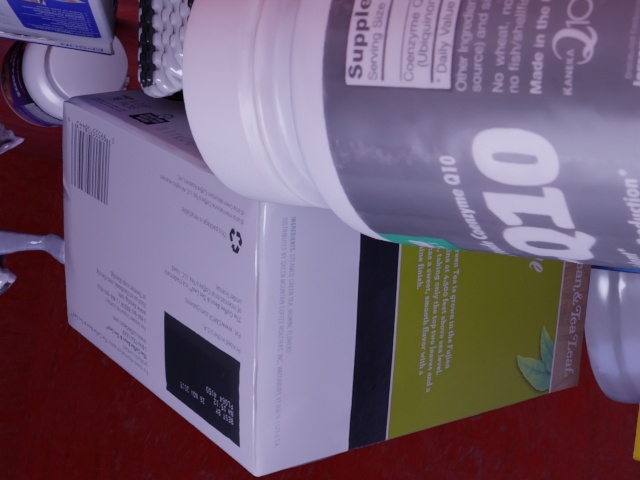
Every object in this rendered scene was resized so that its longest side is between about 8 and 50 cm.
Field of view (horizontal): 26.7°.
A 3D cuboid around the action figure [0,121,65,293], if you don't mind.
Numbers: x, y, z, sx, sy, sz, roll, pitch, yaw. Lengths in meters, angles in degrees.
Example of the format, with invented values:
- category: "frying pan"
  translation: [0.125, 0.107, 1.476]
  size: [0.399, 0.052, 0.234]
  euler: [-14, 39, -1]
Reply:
- category: "action figure"
  translation: [-0.400, -0.062, 1.347]
  size: [0.275, 0.370, 0.248]
  euler: [-14, -156, -27]

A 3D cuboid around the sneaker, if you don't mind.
- category: "sneaker"
  translation: [-0.068, -0.166, 1.026]
  size: [0.118, 0.110, 0.292]
  euler: [-1, -177, -22]

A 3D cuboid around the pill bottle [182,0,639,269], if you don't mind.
- category: "pill bottle"
  translation: [0.113, -0.092, 0.756]
  size: [0.361, 0.204, 0.204]
  euler: [7, 178, 36]

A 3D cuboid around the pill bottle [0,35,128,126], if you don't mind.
- category: "pill bottle"
  translation: [-0.265, -0.176, 1.410]
  size: [0.108, 0.108, 0.193]
  euler: [8, 178, -24]

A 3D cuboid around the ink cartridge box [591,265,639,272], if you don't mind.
- category: "ink cartridge box"
  translation: [0.273, -0.067, 1.190]
  size: [0.082, 0.191, 0.139]
  euler: [7, 180, -39]

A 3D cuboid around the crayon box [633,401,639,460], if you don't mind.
- category: "crayon box"
  translation: [0.466, 0.046, 1.210]
  size: [0.313, 0.363, 0.106]
  euler: [6, 178, 32]

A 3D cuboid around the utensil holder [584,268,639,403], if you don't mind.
- category: "utensil holder"
  translation: [0.523, 0.036, 1.472]
  size: [0.385, 0.327, 0.327]
  euler: [4, 177, 29]

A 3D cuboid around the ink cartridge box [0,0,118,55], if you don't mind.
- category: "ink cartridge box"
  translation: [-0.239, -0.205, 1.014]
  size: [0.165, 0.065, 0.332]
  euler: [8, 177, -7]

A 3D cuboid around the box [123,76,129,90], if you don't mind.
- category: "box"
  translation: [-0.322, -0.213, 1.847]
  size: [0.094, 0.027, 0.137]
  euler: [7, 179, -20]

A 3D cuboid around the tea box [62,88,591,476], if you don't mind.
- category: "tea box"
  translation: [0.000, 0.000, 1.122]
  size: [0.323, 0.220, 0.329]
  euler: [-10, -157, -33]
